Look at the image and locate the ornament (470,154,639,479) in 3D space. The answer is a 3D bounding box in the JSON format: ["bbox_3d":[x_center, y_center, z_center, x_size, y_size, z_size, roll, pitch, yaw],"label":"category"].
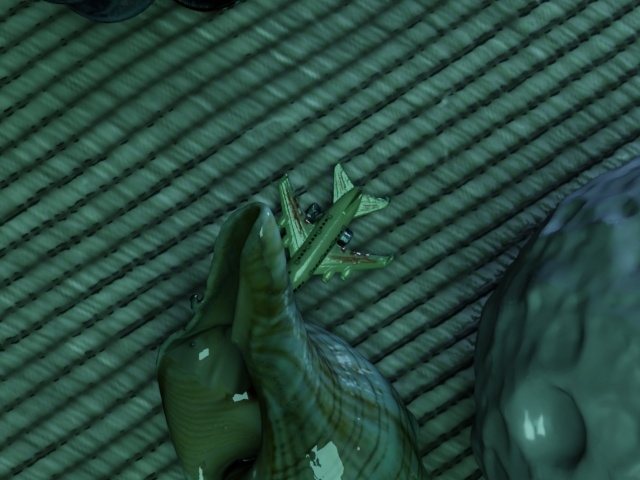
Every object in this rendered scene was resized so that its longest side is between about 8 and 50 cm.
[{"bbox_3d":[0.258,0.094,0.900,0.337,0.337,0.337,-1,96,-7],"label":"ornament"}]

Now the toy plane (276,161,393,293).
[{"bbox_3d":[0.000,0.000,0.997,0.102,0.040,0.111,38,91,-8],"label":"toy plane"}]

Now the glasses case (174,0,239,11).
[{"bbox_3d":[-0.020,-0.272,0.952,0.267,0.067,0.103,-43,99,-1],"label":"glasses case"}]

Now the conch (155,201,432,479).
[{"bbox_3d":[-0.017,0.128,0.946,0.203,0.169,0.386,9,115,27],"label":"conch"}]

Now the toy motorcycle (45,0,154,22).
[{"bbox_3d":[-0.200,-0.280,0.883,0.358,0.125,0.212,24,96,9],"label":"toy motorcycle"}]
